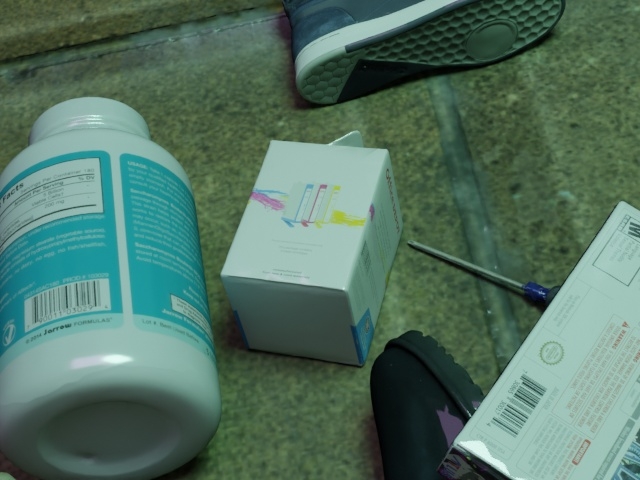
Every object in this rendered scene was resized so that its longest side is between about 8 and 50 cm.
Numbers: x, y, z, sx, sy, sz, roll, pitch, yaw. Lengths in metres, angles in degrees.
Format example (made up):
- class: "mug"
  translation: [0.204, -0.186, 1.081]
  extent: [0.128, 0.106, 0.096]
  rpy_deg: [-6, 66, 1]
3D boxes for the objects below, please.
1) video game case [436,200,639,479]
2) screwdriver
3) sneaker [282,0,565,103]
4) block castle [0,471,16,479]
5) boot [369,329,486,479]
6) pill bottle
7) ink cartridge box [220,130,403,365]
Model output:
- class: "video game case"
  translation: [0.212, 0.108, 0.746]
  extent: [0.210, 0.041, 0.232]
  rpy_deg: [34, 52, 10]
- class: "screwdriver"
  translation: [0.135, 0.028, 0.905]
  extent: [0.170, 0.024, 0.025]
  rpy_deg: [25, 31, 34]
- class: "sneaker"
  translation: [0.075, -0.215, 1.059]
  extent: [0.226, 0.086, 0.163]
  rpy_deg: [-14, 54, 2]
- class: "block castle"
  translation: [-0.264, 0.338, 0.591]
  extent: [0.303, 0.213, 0.453]
  rpy_deg: [-5, 55, 16]
- class: "boot"
  translation: [0.031, 0.187, 0.747]
  extent: [0.207, 0.094, 0.246]
  rpy_deg: [-25, 58, -13]
- class: "pill bottle"
  translation: [-0.152, 0.024, 0.879]
  extent: [0.146, 0.146, 0.264]
  rpy_deg: [-12, 51, 1]
- class: "ink cartridge box"
  translation: [0.000, 0.000, 0.903]
  extent: [0.090, 0.092, 0.143]
  rpy_deg: [6, 53, 16]
